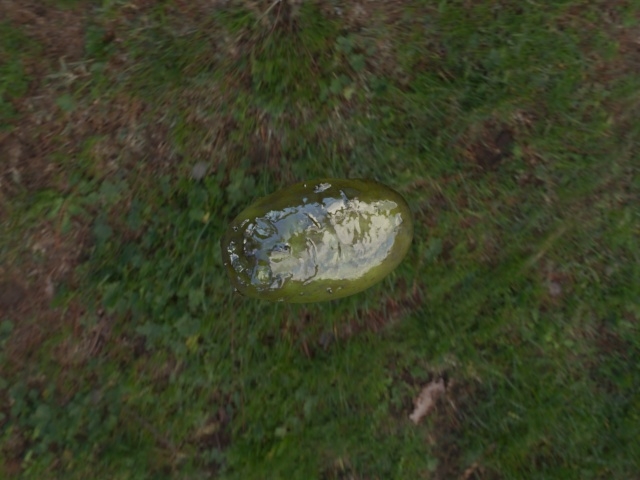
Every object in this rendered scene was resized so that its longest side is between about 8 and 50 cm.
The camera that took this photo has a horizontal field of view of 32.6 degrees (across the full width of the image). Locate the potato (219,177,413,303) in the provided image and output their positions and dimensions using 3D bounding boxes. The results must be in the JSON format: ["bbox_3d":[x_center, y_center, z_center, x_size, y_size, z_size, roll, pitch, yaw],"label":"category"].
[{"bbox_3d":[0.000,0.000,1.303,0.251,0.113,0.149,-17,105,-25],"label":"potato"}]
